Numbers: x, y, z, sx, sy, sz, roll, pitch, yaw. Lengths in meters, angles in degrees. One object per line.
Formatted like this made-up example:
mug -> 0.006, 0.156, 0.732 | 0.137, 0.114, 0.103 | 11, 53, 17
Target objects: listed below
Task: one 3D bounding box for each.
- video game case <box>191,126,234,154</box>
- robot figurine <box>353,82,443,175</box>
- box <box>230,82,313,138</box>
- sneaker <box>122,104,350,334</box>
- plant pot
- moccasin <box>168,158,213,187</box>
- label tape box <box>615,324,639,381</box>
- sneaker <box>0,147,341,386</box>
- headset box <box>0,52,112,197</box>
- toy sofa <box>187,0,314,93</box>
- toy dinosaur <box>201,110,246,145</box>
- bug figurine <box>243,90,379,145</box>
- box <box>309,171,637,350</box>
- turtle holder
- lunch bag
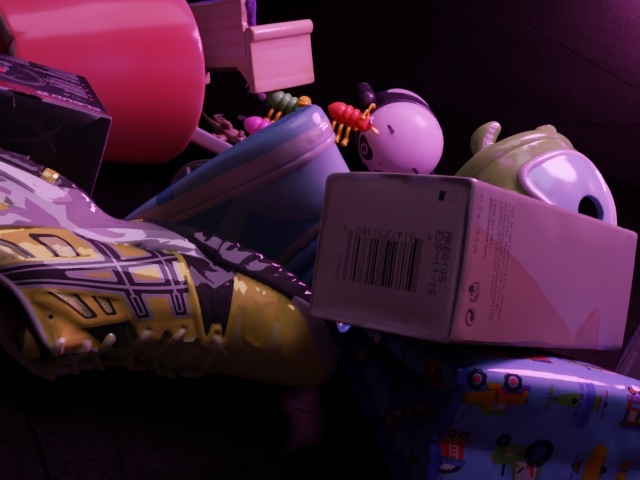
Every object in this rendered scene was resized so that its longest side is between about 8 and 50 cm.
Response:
video game case -> -0.140, -0.130, 1.254 | 0.212, 0.023, 0.193 | 28, -1, 22
robot figurine -> 0.153, -0.211, 1.658 | 0.209, 0.174, 0.278 | 13, 19, -5
box -> -0.095, -0.245, 1.635 | 0.147, 0.078, 0.180 | 18, 19, -6
sneaker -> -0.072, 0.019, 0.814 | 0.127, 0.319, 0.208 | -42, 104, -43
plant pot -> -0.330, -0.222, 1.093 | 0.243, 0.275, 0.275 | -13, 36, -43
moccasin -> 0.001, -0.003, 0.962 | 0.379, 0.139, 0.147 | 12, -1, 8
label tape box -> 0.576, 0.215, 0.990 | 0.249, 0.115, 0.347 | 3, 23, -41
sneaker -> -0.170, 0.061, 0.681 | 0.384, 0.145, 0.147 | 20, 49, -9
headset box -> -0.337, -0.120, 0.808 | 0.218, 0.110, 0.293 | 12, 13, -25
toy sofa -> -0.186, -0.382, 1.581 | 0.150, 0.177, 0.362 | -19, 20, -41
toy dinosaur -> -0.173, -0.198, 1.497 | 0.183, 0.053, 0.092 | 31, 5, 10
bug figurine -> -0.019, -0.191, 1.438 | 0.216, 0.072, 0.279 | 21, 39, 7
box -> 0.149, 0.026, 0.723 | 0.148, 0.121, 0.311 | 6, -3, 43
turtle holder -> 0.296, -0.036, 1.212 | 0.320, 0.243, 0.227 | 12, 35, -49
lunch bag -> 0.150, 0.138, 0.777 | 0.220, 0.138, 0.293 | 11, 11, -18
